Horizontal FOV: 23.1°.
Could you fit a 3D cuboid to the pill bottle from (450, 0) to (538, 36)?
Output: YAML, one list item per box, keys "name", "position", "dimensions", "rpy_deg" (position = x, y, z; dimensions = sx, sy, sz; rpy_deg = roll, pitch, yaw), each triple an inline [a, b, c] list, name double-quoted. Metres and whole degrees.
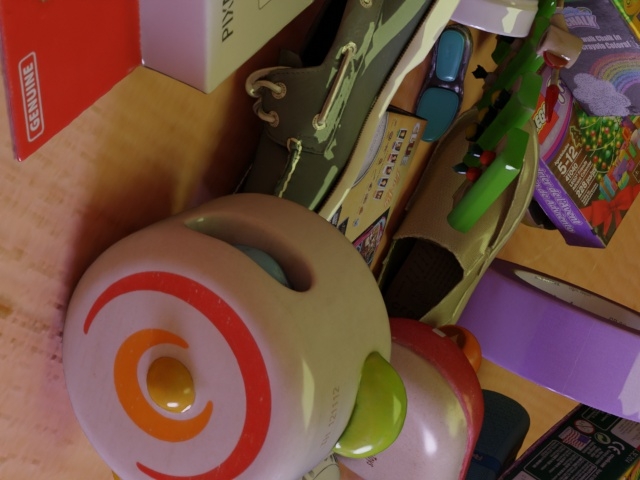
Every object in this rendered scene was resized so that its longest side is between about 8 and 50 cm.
- name: "pill bottle"
  position: [0.159, -0.276, 1.260]
  dimensions: [0.117, 0.118, 0.208]
  rpy_deg: [-20, 130, -61]

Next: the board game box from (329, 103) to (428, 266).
- name: "board game box"
  position: [0.000, 0.000, 1.289]
  dimensions: [0.165, 0.042, 0.243]
  rpy_deg: [3, 110, -66]

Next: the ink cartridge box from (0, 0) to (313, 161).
- name: "ink cartridge box"
  position: [-0.083, -0.199, 0.872]
  dimensions: [0.239, 0.060, 0.275]
  rpy_deg: [-48, 153, -39]

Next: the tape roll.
- name: "tape roll"
  position: [0.282, 0.108, 1.731]
  dimensions: [0.275, 0.275, 0.090]
  rpy_deg: [4, 110, -67]

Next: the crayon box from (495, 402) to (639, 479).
- name: "crayon box"
  position: [0.236, 0.370, 1.811]
  dimensions: [0.363, 0.106, 0.313]
  rpy_deg: [-28, 145, -52]

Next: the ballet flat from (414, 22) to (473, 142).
- name: "ballet flat"
  position: [0.113, -0.143, 1.406]
  dimensions: [0.041, 0.041, 0.114]
  rpy_deg: [-32, 142, -54]

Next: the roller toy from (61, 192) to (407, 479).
- name: "roller toy"
  position: [-0.066, 0.075, 1.022]
  dimensions: [0.146, 0.209, 0.191]
  rpy_deg: [-28, 99, -57]

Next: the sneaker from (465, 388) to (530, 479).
- name: "sneaker"
  position: [0.141, 0.329, 1.848]
  dimensions: [0.319, 0.127, 0.208]
  rpy_deg: [-32, 140, -52]

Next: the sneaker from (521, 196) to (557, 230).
- name: "sneaker"
  position: [0.256, -0.108, 1.738]
  dimensions: [0.094, 0.081, 0.208]
  rpy_deg: [150, -38, -74]

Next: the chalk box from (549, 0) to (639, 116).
- name: "chalk box"
  position: [0.284, -0.238, 1.517]
  dimensions: [0.213, 0.132, 0.132]
  rpy_deg: [50, 63, -30]

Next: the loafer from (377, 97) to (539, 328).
- name: "loafer"
  position: [0.126, -0.010, 1.487]
  dimensions: [0.268, 0.102, 0.092]
  rpy_deg: [-68, 164, 9]

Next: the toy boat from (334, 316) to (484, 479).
- name: "toy boat"
  position: [0.093, 0.138, 1.444]
  dimensions: [0.151, 0.151, 0.231]
  rpy_deg: [-50, 164, -23]

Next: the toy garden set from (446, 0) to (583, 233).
- name: "toy garden set"
  position: [0.172, -0.158, 1.360]
  dimensions: [0.204, 0.049, 0.244]
  rpy_deg: [-54, -166, 53]

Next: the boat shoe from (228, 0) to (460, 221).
- name: "boat shoe"
  position: [-0.010, -0.108, 1.125]
  dimensions: [0.099, 0.116, 0.319]
  rpy_deg: [33, 87, -26]

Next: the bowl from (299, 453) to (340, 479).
- name: "bowl"
  position: [-0.028, 0.242, 1.429]
  dimensions: [0.170, 0.080, 0.170]
  rpy_deg: [-47, 151, -36]

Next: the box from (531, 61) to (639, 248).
- name: "box"
  position: [0.301, -0.165, 1.658]
  dimensions: [0.201, 0.057, 0.293]
  rpy_deg: [48, 64, -31]
